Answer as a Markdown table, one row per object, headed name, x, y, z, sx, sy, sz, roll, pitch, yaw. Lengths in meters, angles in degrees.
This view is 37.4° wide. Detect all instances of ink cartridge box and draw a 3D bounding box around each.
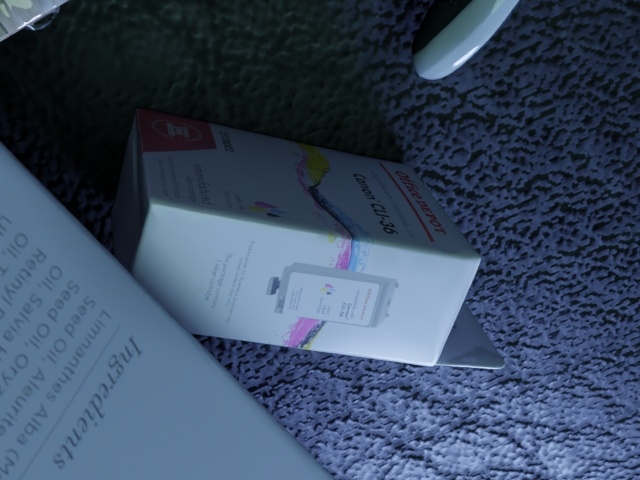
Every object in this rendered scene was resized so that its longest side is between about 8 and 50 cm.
| name | x | y | z | sx | sy | sz | roll | pitch | yaw |
| --- | --- | --- | --- | --- | --- | --- | --- | --- | --- |
| ink cartridge box | 0.000 | 0.000 | 0.480 | 0.198 | 0.115 | 0.067 | 10 | 115 | -20 |

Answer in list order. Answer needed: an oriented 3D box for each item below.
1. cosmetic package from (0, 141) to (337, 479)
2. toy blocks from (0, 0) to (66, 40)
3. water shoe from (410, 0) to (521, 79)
| name | x | y | z | sx | sy | sz | roll | pitch | yaw |
| --- | --- | --- | --- | --- | --- | --- | --- | --- | --- |
| cosmetic package | -0.162 | 0.108 | 0.417 | 0.230 | 0.161 | 0.453 | -9 | 132 | 42 |
| toy blocks | -0.083 | -0.230 | 0.231 | 0.260 | 0.288 | 0.309 | -29 | 118 | 10 |
| water shoe | 0.084 | -0.175 | 0.442 | 0.080 | 0.073 | 0.203 | 30 | 105 | -3 |
